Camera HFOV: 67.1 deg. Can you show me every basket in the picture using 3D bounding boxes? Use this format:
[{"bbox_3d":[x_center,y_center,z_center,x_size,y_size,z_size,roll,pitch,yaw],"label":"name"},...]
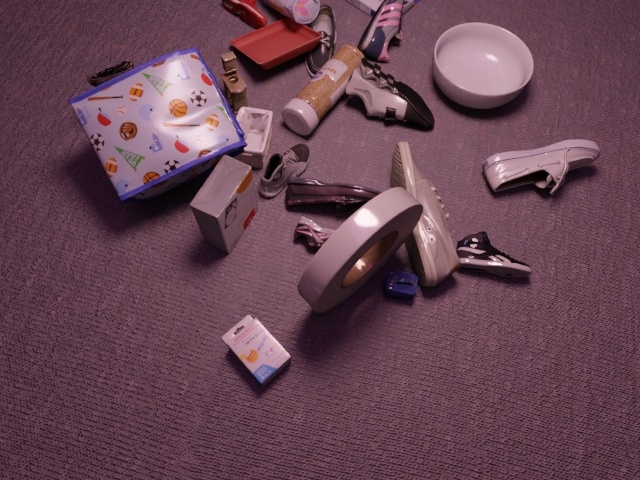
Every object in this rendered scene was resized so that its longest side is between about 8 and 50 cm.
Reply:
[{"bbox_3d":[-0.219,-0.330,1.561,0.113,0.103,0.167,9,65,2],"label":"basket"}]

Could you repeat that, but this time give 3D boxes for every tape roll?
[{"bbox_3d":[0.105,0.030,1.245,0.392,0.392,0.072,-38,72,-18],"label":"tape roll"}]

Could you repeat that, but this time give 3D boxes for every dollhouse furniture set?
[{"bbox_3d":[-0.330,-0.494,1.591,0.161,0.182,0.101,-26,68,-14],"label":"dollhouse furniture set"}]

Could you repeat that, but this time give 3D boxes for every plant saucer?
[{"bbox_3d":[-0.159,-0.704,1.734,0.258,0.048,0.259,-30,48,-15],"label":"plant saucer"}]

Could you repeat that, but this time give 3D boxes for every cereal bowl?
[{"bbox_3d":[0.551,-0.590,1.690,0.338,0.141,0.339,1,64,-1],"label":"cereal bowl"}]

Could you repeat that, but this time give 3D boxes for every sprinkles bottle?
[{"bbox_3d":[0.016,-0.517,1.649,0.121,0.121,0.355,32,67,13],"label":"sprinkles bottle"}]

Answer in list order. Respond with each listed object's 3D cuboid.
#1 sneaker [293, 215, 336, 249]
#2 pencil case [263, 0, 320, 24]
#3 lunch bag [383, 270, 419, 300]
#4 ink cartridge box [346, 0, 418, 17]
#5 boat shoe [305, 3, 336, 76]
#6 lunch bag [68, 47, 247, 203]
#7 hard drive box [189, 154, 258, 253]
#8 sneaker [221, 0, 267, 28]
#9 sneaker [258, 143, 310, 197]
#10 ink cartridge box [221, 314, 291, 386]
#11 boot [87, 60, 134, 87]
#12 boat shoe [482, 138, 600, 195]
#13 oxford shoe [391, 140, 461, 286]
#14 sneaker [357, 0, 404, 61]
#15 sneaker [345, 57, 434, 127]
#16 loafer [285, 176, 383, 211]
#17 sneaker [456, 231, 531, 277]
[{"bbox_3d":[0.000,0.000,1.440,0.178,0.072,0.077,26,78,19],"label":"sneaker"},{"bbox_3d":[-0.115,-0.899,1.791,0.124,0.113,0.273,-43,54,1],"label":"pencil case"},{"bbox_3d":[0.232,0.129,1.378,0.098,0.065,0.067,8,65,2],"label":"lunch bag"},{"bbox_3d":[0.253,-0.971,1.913,0.223,0.045,0.224,39,69,15],"label":"ink cartridge box"},{"bbox_3d":[0.000,-0.731,1.765,0.114,0.091,0.303,0,64,-2],"label":"boat shoe"},{"bbox_3d":[-0.449,-0.331,1.412,0.385,0.239,0.328,-28,94,1],"label":"lunch bag"},{"bbox_3d":[-0.266,-0.097,1.377,0.089,0.232,0.181,25,67,9],"label":"hard drive box"},{"bbox_3d":[-0.262,-0.906,1.844,0.221,0.087,0.128,38,70,14],"label":"sneaker"},{"bbox_3d":[-0.108,-0.244,1.507,0.086,0.132,0.229,32,68,13],"label":"sneaker"},{"bbox_3d":[-0.176,0.285,1.292,0.104,0.061,0.181,-40,72,-19],"label":"ink cartridge box"},{"bbox_3d":[-0.566,-0.459,1.533,0.263,0.229,0.091,-20,49,-10],"label":"boot"},{"bbox_3d":[0.711,-0.211,1.520,0.367,0.136,0.157,-8,65,-2],"label":"boat shoe"},{"bbox_3d":[0.306,-0.086,1.432,0.130,0.169,0.449,-11,73,-4],"label":"oxford shoe"},{"bbox_3d":[0.259,-0.807,1.791,0.131,0.112,0.319,31,84,-14],"label":"sneaker"},{"bbox_3d":[0.234,-0.467,1.648,0.330,0.146,0.122,33,39,-10],"label":"sneaker"},{"bbox_3d":[0.039,-0.127,1.487,0.302,0.109,0.095,10,84,9],"label":"loafer"},{"bbox_3d":[0.512,0.034,1.425,0.216,0.079,0.121,9,66,4],"label":"sneaker"}]
